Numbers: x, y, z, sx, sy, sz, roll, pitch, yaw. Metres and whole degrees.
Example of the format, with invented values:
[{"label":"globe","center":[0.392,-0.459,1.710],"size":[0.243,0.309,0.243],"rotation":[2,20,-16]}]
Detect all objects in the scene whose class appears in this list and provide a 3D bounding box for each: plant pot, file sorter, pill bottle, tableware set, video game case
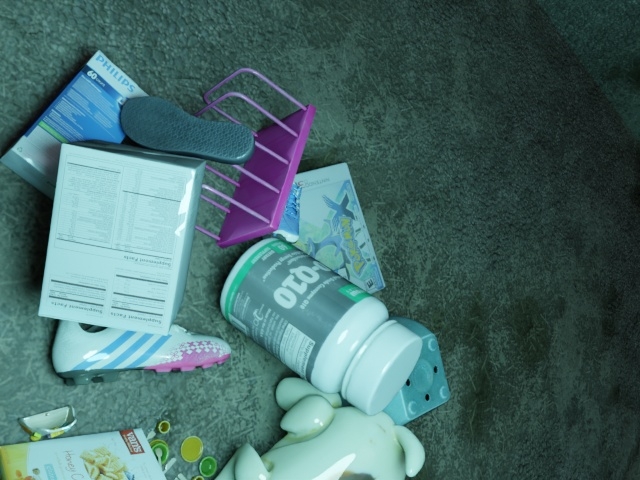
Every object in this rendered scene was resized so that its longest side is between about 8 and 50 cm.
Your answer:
[{"label":"plant pot","center":[0.130,0.297,1.424],"size":[0.247,0.252,0.247],"rotation":[-12,88,-41]},{"label":"file sorter","center":[-0.172,-0.166,1.306],"size":[0.182,0.202,0.290],"rotation":[31,61,-30]},{"label":"pill bottle","center":[0.000,0.161,1.251],"size":[0.204,0.361,0.204],"rotation":[-42,150,-31]},{"label":"tableware set","center":[-0.262,0.402,1.216],"size":[0.104,0.024,0.154],"rotation":[-46,109,-38]},{"label":"video game case","center":[0.000,0.000,1.524],"size":[0.300,0.036,0.329],"rotation":[-19,93,-41]}]

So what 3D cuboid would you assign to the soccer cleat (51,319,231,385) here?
[{"label":"soccer cleat","center":[-0.306,0.173,1.168],"size":[0.331,0.116,0.143],"rotation":[2,79,-40]}]

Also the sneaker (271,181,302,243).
[{"label":"sneaker","center":[-0.079,-0.080,1.340],"size":[0.080,0.081,0.211],"rotation":[20,36,-34]}]

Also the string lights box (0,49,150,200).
[{"label":"string lights box","center":[-0.431,-0.203,1.175],"size":[0.133,0.077,0.259],"rotation":[43,56,-26]}]

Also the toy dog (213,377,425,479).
[{"label":"toy dog","center":[-0.026,0.493,1.169],"size":[0.408,0.395,0.284],"rotation":[-41,119,-45]}]

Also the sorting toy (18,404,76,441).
[{"label":"sorting toy","center":[-0.433,0.300,1.058],"size":[0.083,0.075,0.044],"rotation":[-8,85,-41]}]

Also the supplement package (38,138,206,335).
[{"label":"supplement package","center":[-0.310,-0.014,1.053],"size":[0.198,0.199,0.262],"rotation":[10,99,-7]}]

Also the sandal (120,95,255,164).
[{"label":"sandal","center":[-0.242,-0.186,1.174],"size":[0.255,0.054,0.097],"rotation":[19,75,7]}]

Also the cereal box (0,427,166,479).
[{"label":"cereal box","center":[-0.372,0.387,1.038],"size":[0.240,0.173,0.047],"rotation":[3,119,-40]}]

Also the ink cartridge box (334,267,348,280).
[{"label":"ink cartridge box","center":[0.041,0.109,1.490],"size":[0.048,0.028,0.083],"rotation":[-12,87,-41]}]
